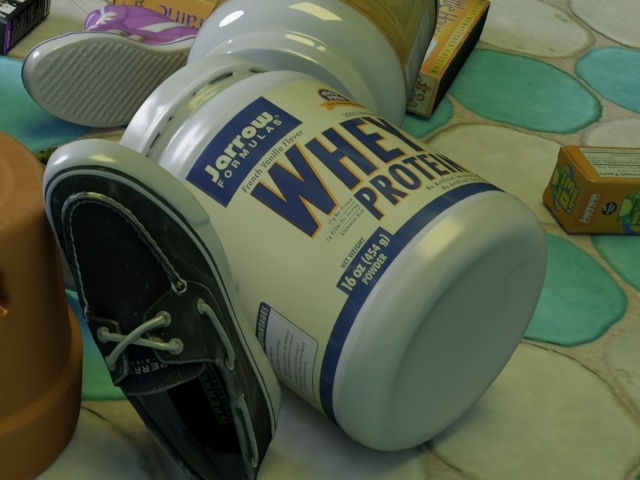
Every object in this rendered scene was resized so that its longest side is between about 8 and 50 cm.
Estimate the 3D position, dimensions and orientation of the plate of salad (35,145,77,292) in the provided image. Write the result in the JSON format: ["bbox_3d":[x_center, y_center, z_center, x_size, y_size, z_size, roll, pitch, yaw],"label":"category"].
[{"bbox_3d":[-0.242,-0.028,1.240,0.200,0.200,0.048,24,60,16],"label":"plate of salad"}]

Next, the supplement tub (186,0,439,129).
[{"bbox_3d":[-0.009,-0.193,1.547,0.228,0.228,0.316,17,39,4],"label":"supplement tub"}]

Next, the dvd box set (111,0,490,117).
[{"bbox_3d":[-0.014,-0.299,1.894,0.421,0.062,0.307,19,31,8],"label":"dvd box set"}]

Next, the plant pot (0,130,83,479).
[{"bbox_3d":[-0.311,0.033,1.100,0.291,0.203,0.291,11,30,-7],"label":"plant pot"}]

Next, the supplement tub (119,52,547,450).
[{"bbox_3d":[0.000,0.000,1.247,0.325,0.235,0.235,34,36,29],"label":"supplement tub"}]

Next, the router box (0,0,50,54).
[{"bbox_3d":[-0.420,-0.283,1.716,0.179,0.046,0.133,17,32,6],"label":"router box"}]

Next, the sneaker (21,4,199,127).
[{"bbox_3d":[-0.240,-0.200,1.618,0.161,0.102,0.282,32,25,33],"label":"sneaker"}]

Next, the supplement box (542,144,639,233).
[{"bbox_3d":[0.370,-0.054,1.639,0.234,0.078,0.080,1,36,-20],"label":"supplement box"}]

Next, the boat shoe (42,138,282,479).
[{"bbox_3d":[-0.116,0.067,1.070,0.108,0.301,0.102,-12,34,17],"label":"boat shoe"}]
